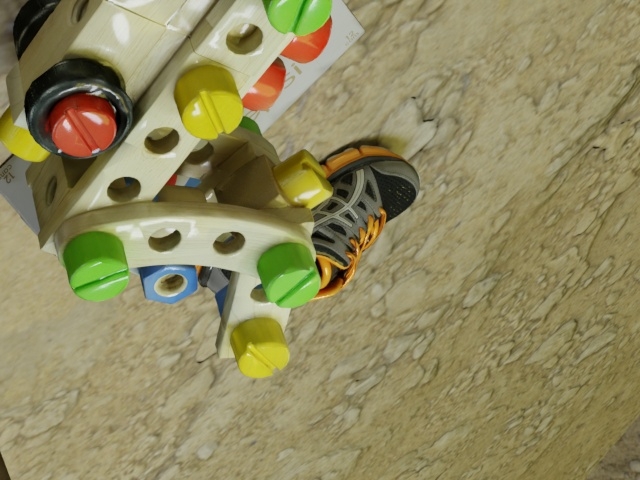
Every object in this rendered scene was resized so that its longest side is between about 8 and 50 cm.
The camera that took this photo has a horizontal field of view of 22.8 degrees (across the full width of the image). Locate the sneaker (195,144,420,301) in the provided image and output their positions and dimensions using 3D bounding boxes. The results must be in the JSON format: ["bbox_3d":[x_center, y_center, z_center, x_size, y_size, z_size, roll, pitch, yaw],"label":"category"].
[{"bbox_3d":[0.000,0.000,1.149,0.215,0.083,0.084,-27,150,-36],"label":"sneaker"}]

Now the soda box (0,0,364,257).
[{"bbox_3d":[-0.080,-0.078,0.910,0.216,0.069,0.074,-44,156,3],"label":"soda box"}]

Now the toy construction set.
[{"bbox_3d":[-0.029,-0.089,0.765,0.215,0.151,0.328,20,110,-35],"label":"toy construction set"}]

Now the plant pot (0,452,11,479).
[{"bbox_3d":[-0.252,0.085,0.712,0.263,0.229,0.263,-36,155,-20],"label":"plant pot"}]
